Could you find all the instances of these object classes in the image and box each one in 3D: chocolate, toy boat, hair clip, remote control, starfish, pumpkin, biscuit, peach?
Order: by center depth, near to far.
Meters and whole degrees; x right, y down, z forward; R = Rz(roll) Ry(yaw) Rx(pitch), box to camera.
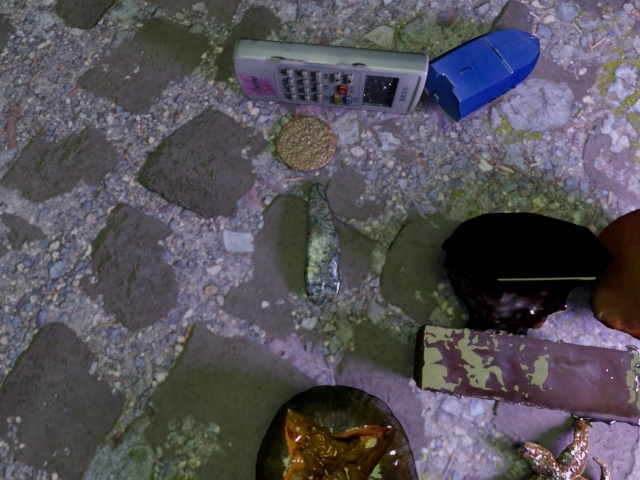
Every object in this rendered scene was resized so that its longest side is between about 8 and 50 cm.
[{"bbox_3d":[0.022,0.329,0.570,0.237,0.159,0.238,-9,60,16],"label":"pumpkin"},{"bbox_3d":[0.521,0.060,0.603,0.256,0.232,0.233,-31,77,3],"label":"peach"},{"bbox_3d":[0.361,0.362,0.621,0.150,0.053,0.210,40,75,-2],"label":"starfish"},{"bbox_3d":[0.306,0.203,0.624,0.320,0.112,0.112,6,74,4],"label":"chocolate"},{"bbox_3d":[0.312,0.075,0.661,0.223,0.206,0.177,-1,119,11],"label":"chocolate"},{"bbox_3d":[0.000,0.000,0.719,0.065,0.036,0.230,-2,75,-6],"label":"hair clip"},{"bbox_3d":[0.015,-0.298,0.743,0.343,0.145,0.050,6,80,4],"label":"remote control"},{"bbox_3d":[-0.027,-0.187,0.779,0.120,0.015,0.120,0,76,2],"label":"biscuit"},{"bbox_3d":[0.328,-0.335,0.781,0.295,0.088,0.129,-32,82,-19],"label":"toy boat"}]
